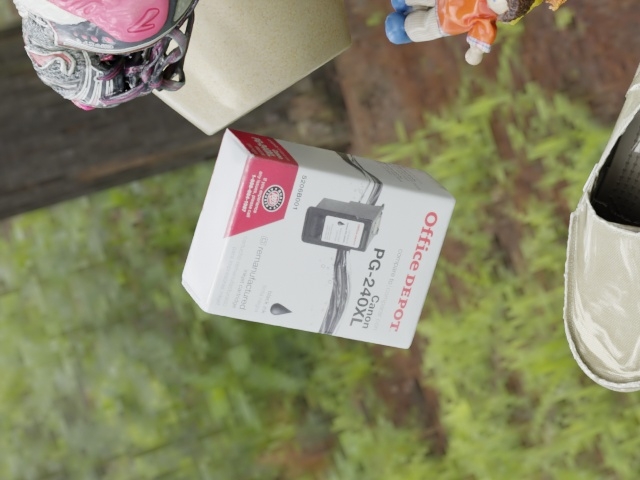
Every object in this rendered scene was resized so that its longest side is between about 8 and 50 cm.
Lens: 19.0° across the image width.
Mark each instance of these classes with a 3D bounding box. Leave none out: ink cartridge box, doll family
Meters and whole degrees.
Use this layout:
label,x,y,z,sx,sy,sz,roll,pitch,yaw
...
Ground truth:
label,x,y,z,sx,sy,sz,roll,pitch,yaw
ink cartridge box,0.000,0.000,1.240,0.063,0.150,0.109,-136,60,-63
doll family,0.144,-0.263,1.452,0.163,0.118,0.263,-4,87,49

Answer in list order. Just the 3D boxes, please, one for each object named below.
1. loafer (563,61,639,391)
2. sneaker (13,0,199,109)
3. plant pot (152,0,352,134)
label,x,y,z,sx,sy,sz,roll,pitch,yaw
loafer,0.217,-0.010,1.310,0.102,0.092,0.268,17,115,20
sneaker,-0.111,-0.129,1.073,0.299,0.121,0.112,-144,35,-77
plant pot,-0.102,-0.224,1.396,0.274,0.256,0.256,58,152,-3
